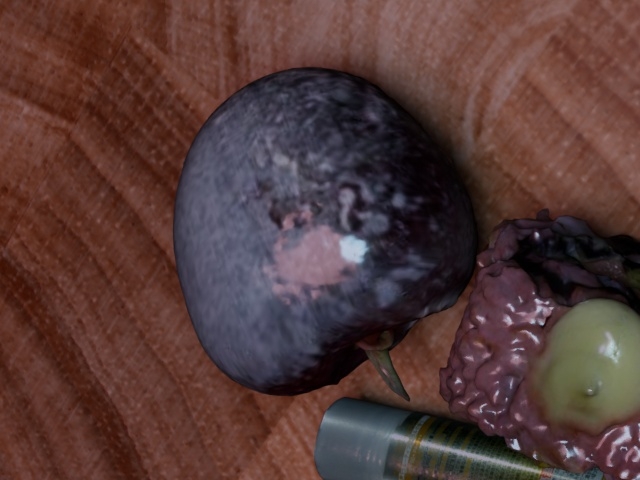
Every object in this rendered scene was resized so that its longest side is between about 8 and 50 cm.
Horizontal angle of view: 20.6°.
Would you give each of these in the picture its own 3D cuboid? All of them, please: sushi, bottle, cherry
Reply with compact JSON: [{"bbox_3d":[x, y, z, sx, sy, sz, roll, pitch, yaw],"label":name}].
[{"bbox_3d":[0.233,0.093,1.338,0.270,0.236,0.171,25,103,26],"label":"sushi"},{"bbox_3d":[0.134,0.199,1.494,0.286,0.082,0.082,11,105,26],"label":"bottle"},{"bbox_3d":[0.000,0.000,1.453,0.255,0.218,0.296,-37,68,33],"label":"cherry"}]
